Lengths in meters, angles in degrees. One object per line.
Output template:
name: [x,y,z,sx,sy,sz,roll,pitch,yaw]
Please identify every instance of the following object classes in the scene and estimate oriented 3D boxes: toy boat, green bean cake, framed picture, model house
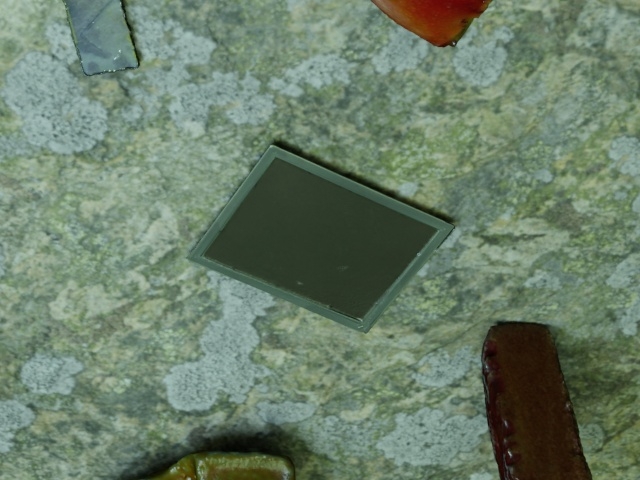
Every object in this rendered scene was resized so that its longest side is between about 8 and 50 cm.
toy boat: [-0.231,-0.223,1.806,0.063,0.016,0.115,-8,129,3]
green bean cake: [0.261,0.245,2.098,0.097,0.232,0.198,-10,134,-2]
framed picture: [0.000,0.000,2.012,0.252,0.014,0.197,24,124,-22]
model house: [-0.148,0.360,2.195,0.268,0.173,0.239,4,130,-11]

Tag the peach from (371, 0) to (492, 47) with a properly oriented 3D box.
peach: [0.124,-0.337,1.581,0.281,0.281,0.338,-10,125,3]
